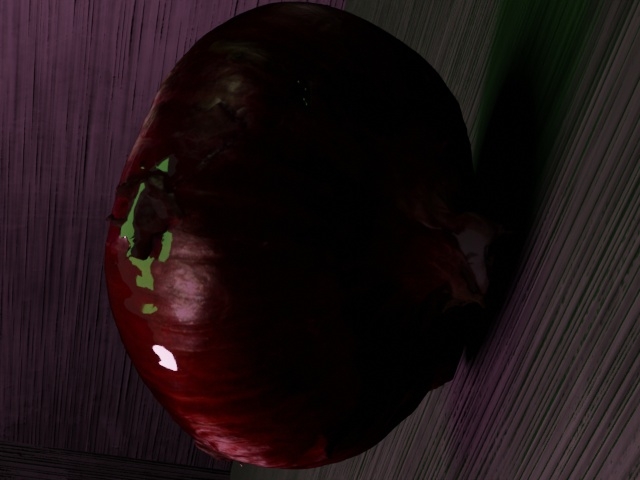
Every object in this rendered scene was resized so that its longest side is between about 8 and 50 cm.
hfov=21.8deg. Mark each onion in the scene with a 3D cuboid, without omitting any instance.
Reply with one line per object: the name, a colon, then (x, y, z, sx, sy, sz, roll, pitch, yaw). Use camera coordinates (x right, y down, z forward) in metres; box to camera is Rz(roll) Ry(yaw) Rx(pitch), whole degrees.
onion: (0.000, 0.000, 1.066, 0.314, 0.232, 0.314, -14, -73, -52)
